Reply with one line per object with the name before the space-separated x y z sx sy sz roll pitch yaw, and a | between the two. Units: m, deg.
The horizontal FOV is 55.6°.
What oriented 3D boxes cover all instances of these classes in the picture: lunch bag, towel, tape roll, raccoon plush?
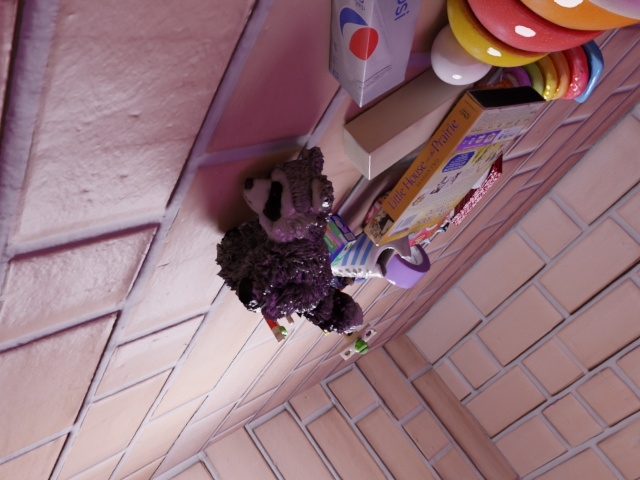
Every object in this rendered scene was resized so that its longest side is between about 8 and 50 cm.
lunch bag | 0.263 -0.090 1.744 0.293 0.120 0.258 -26 153 -31
towel | 0.481 -0.193 1.870 0.275 0.031 0.199 119 -9 -49
tape roll | 0.251 0.054 1.923 0.189 0.189 0.080 -12 149 -52
raccoon plush | 0.000 0.000 1.239 0.299 0.216 0.446 -46 142 19

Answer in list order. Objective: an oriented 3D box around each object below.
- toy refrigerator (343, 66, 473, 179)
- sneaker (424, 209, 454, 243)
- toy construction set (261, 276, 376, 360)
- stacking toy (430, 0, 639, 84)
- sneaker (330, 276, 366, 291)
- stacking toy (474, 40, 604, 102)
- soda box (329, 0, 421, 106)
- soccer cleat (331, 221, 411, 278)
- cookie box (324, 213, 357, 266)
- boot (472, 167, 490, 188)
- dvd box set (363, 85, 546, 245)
toy refrigerator | 0.175 -0.251 1.243 0.269 0.094 0.102 -36 157 -12
sneaker | 0.433 -0.083 2.102 0.237 0.086 0.085 -42 159 6
toy construction set | 0.012 0.235 1.753 0.308 0.237 0.257 -19 131 -17
stacking toy | 0.318 -0.402 0.966 0.350 0.351 0.480 -30 178 -23
sneaker | 0.101 0.092 1.914 0.221 0.083 0.087 -31 155 -27
stacking toy | 0.502 -0.387 1.469 0.301 0.175 0.166 -23 156 -9
soda box | 0.078 -0.329 0.881 0.098 0.091 0.286 -33 160 -15
soccer cleat | 0.094 0.055 1.622 0.331 0.143 0.116 -30 165 32
cookie box | 0.031 0.001 1.554 0.040 0.092 0.107 -14 150 -45
boot | 0.466 -0.241 1.701 0.123 0.095 0.258 -43 170 -12
dvd box set | 0.309 -0.173 1.417 0.307 0.062 0.420 -18 152 -45
